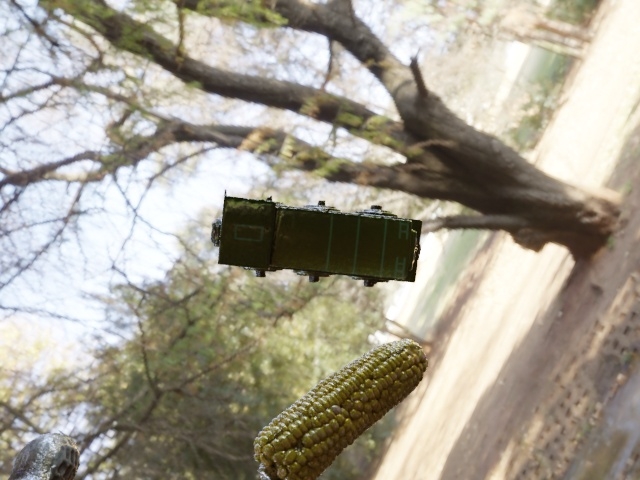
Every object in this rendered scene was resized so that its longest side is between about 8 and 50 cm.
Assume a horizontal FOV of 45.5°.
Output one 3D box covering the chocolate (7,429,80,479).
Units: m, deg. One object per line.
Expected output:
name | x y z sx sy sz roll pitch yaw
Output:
chocolate | -0.473 0.413 1.245 0.248 0.110 0.110 -83 10 -60

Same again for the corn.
corn | 0.034 0.228 1.029 0.292 0.101 0.101 -31 -27 -27

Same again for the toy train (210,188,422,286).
toy train | 0.000 0.000 0.780 0.137 0.225 0.090 172 103 -84
